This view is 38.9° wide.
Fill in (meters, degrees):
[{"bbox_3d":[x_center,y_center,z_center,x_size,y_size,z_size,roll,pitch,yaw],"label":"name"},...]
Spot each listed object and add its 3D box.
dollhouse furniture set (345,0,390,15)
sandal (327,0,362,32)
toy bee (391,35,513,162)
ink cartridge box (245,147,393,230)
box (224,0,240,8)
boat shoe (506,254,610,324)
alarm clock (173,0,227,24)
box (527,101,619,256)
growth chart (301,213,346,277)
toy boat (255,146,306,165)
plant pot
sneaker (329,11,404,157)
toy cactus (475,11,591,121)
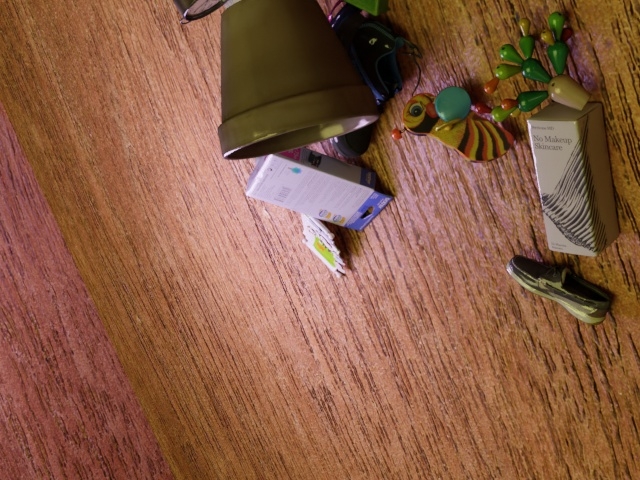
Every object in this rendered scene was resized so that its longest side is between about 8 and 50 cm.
[{"bbox_3d":[0.059,-0.578,1.716,0.301,0.197,0.151,33,139,26],"label":"dollhouse furniture set"},{"bbox_3d":[0.043,-0.482,1.923,0.179,0.067,0.040,-34,79,56],"label":"sandal"},{"bbox_3d":[0.229,-0.239,1.812,0.298,0.162,0.195,46,-172,27],"label":"toy bee"},{"bbox_3d":[-0.002,-0.127,2.148,0.311,0.065,0.186,20,146,-15],"label":"ink cartridge box"},{"bbox_3d":[-0.067,-0.567,1.851,0.243,0.213,0.117,-13,106,52],"label":"box"},{"bbox_3d":[0.488,0.084,1.842,0.223,0.080,0.073,34,133,20],"label":"boat shoe"},{"bbox_3d":[-0.240,-0.489,1.814,0.064,0.129,0.192,55,144,4],"label":"alarm clock"},{"bbox_3d":[0.472,-0.114,1.687,0.113,0.094,0.275,9,124,47],"label":"box"},{"bbox_3d":[0.000,0.000,2.314,0.172,0.021,0.237,43,164,24],"label":"growth chart"},{"bbox_3d":[-0.084,-0.303,2.128,0.267,0.148,0.318,34,138,27],"label":"toy boat"},{"bbox_3d":[-0.070,-0.335,1.799,0.323,0.323,0.280,-13,91,52],"label":"plant pot"},{"bbox_3d":[0.096,-0.310,1.942,0.139,0.125,0.341,26,137,25],"label":"sneaker"},{"bbox_3d":[0.394,-0.288,1.614,0.180,0.112,0.219,35,100,10],"label":"toy cactus"}]
